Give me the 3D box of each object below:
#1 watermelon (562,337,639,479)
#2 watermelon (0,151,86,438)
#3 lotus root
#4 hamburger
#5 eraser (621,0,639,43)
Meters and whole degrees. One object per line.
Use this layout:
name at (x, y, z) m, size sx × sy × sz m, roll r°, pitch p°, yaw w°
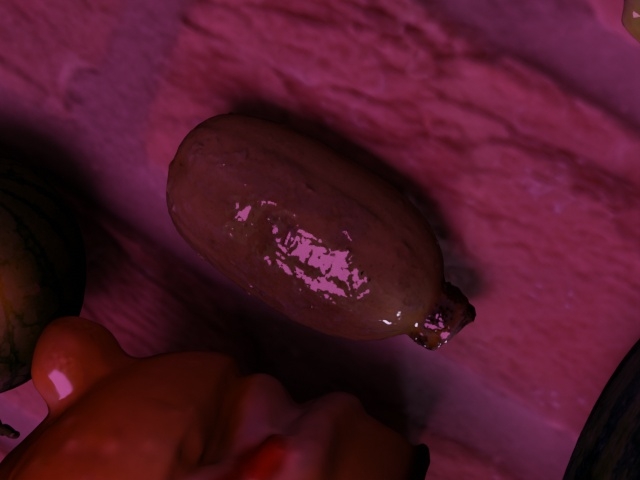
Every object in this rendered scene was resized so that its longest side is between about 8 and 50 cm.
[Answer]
watermelon at (0.234, 0.142, 0.885) m, size 0.250 × 0.292 × 0.283 m, roll 45°, pitch 118°, yaw 53°
watermelon at (-0.208, 0.035, 1.037) m, size 0.140 × 0.141 × 0.187 m, roll 19°, pitch 128°, yaw 18°
lotus root at (0.000, 0.000, 0.938) m, size 0.183 × 0.077 × 0.090 m, roll 33°, pitch 132°, yaw 8°
hamburger at (-0.092, 0.187, 0.992) m, size 0.236 × 0.276 × 0.276 m, roll 26°, pitch 131°, yaw 1°
eraser at (0.287, -0.070, 0.720) m, size 0.274 × 0.092 × 0.210 m, roll 44°, pitch 132°, yaw -2°
